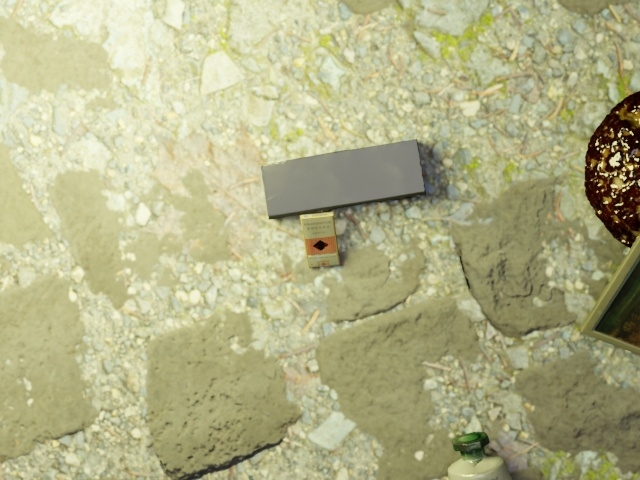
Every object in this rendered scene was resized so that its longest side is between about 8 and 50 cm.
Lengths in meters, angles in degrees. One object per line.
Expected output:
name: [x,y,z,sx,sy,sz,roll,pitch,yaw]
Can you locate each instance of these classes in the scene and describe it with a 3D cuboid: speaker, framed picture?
speaker: [0.031,-0.082,1.760,0.218,0.044,0.082,-10,93,4]
framed picture: [0.470,0.075,1.678,0.184,0.016,0.250,22,137,1]

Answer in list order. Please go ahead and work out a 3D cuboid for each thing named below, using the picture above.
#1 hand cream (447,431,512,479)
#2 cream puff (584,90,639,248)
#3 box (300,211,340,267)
hand cream: [0.241,0.429,1.772,0.121,0.076,0.336,-12,99,9]
cream puff: [0.464,-0.090,1.675,0.239,0.165,0.239,0,91,3]
box: [0.000,0.000,1.762,0.046,0.012,0.083,-6,123,3]
